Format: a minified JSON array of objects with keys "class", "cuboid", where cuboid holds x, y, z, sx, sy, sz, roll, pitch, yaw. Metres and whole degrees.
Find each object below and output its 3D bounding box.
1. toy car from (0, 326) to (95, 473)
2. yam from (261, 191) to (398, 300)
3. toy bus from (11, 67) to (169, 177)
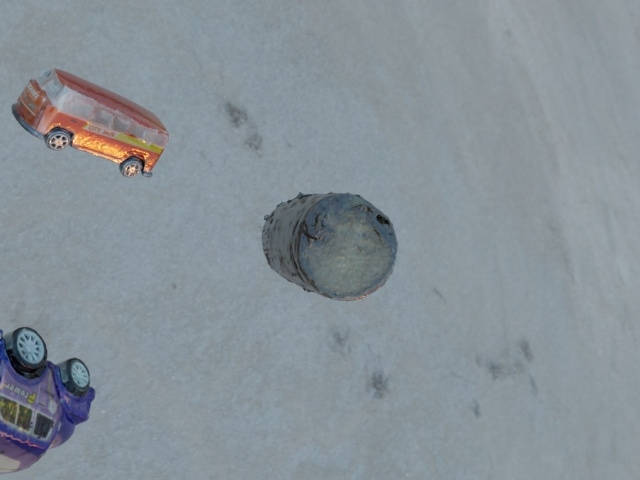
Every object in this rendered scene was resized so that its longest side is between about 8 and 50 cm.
[{"class":"toy car","cuboid":[-0.438,0.238,0.941,0.235,0.172,0.158,50,22,-48]},{"class":"yam","cuboid":[-0.002,0.001,0.822,0.131,0.279,0.131,0,92,-12]},{"class":"toy bus","cuboid":[-0.261,-0.138,0.786,0.174,0.077,0.079,21,23,-51]}]
